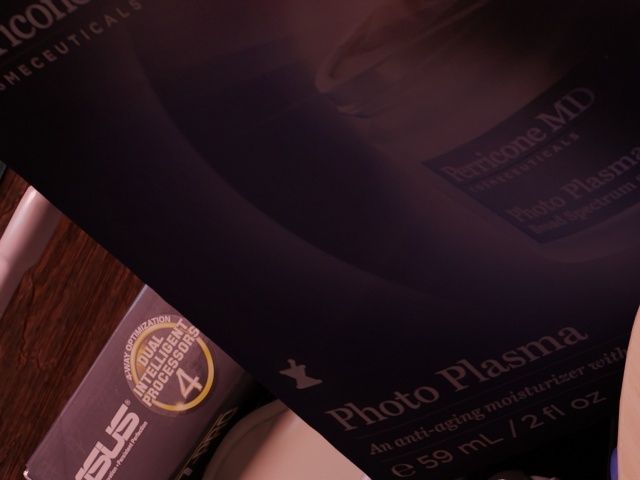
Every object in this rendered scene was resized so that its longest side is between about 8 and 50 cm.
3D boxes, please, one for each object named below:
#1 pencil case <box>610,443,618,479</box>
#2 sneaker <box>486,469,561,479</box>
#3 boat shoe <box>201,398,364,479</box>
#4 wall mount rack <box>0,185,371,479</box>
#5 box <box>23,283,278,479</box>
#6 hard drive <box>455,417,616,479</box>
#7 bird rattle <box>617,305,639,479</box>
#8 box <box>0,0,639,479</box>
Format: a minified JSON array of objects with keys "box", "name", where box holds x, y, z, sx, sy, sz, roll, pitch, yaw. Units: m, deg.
[{"box":[0.202,-0.001,0.521,0.306,0.119,0.133,-60,18,24],"name":"pencil case"},{"box":[0.115,0.100,0.678,0.086,0.132,0.229,-60,11,21],"name":"sneaker"},{"box":[0.030,0.113,1.168,0.319,0.116,0.099,-58,-25,17],"name":"boat shoe"},{"box":[-0.119,0.136,0.878,0.304,0.350,0.130,-39,33,43],"name":"wall mount rack"},{"box":[0.000,0.000,1.249,0.395,0.097,0.318,-56,-10,20],"name":"box"},{"box":[0.078,0.110,0.885,0.237,0.064,0.339,111,172,-50],"name":"hard drive"},{"box":[0.148,0.061,0.434,0.207,0.143,0.254,4,99,64],"name":"bird rattle"},{"box":[0.059,-0.090,0.664,0.296,0.294,0.183,-27,36,30],"name":"box"}]
